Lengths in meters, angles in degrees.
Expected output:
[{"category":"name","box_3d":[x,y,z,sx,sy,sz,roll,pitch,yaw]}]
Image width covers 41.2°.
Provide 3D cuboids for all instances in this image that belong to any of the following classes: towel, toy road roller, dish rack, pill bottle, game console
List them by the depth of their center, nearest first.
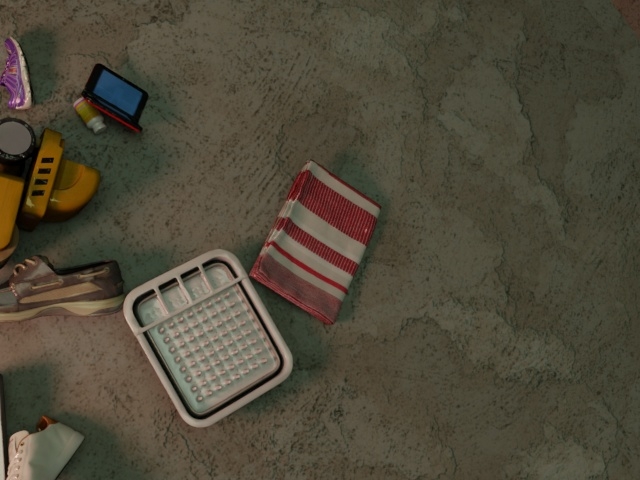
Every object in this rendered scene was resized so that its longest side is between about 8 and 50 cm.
[{"category":"toy road roller","box_3d":[-0.608,-0.079,1.787,0.241,0.202,0.329,18,70,-22]},{"category":"dish rack","box_3d":[-0.247,0.213,1.867,0.286,0.072,0.332,-28,85,-26]},{"category":"game console","box_3d":[-0.457,-0.324,1.930,0.144,0.124,0.085,30,95,-29]},{"category":"pill bottle","box_3d":[-0.523,-0.285,1.942,0.043,0.043,0.083,-33,86,-21]},{"category":"towel","box_3d":[0.000,0.000,1.992,0.237,0.037,0.329,33,67,-21]}]

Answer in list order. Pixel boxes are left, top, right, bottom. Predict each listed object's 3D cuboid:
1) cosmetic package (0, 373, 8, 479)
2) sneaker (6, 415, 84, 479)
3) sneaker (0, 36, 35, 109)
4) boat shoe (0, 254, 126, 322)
[{"category":"cosmetic package","box_3d":[-0.661,0.387,1.700,0.061,0.099,0.239,-5,77,-14]},{"category":"sneaker","box_3d":[-0.576,0.451,1.647,0.123,0.106,0.290,37,26,-6]},{"category":"sneaker","box_3d":[-0.689,-0.376,1.908,0.071,0.068,0.169,-11,80,-12]},{"category":"boat shoe","box_3d":[-0.585,0.092,1.770,0.356,0.132,0.130,-2,97,-26]}]
